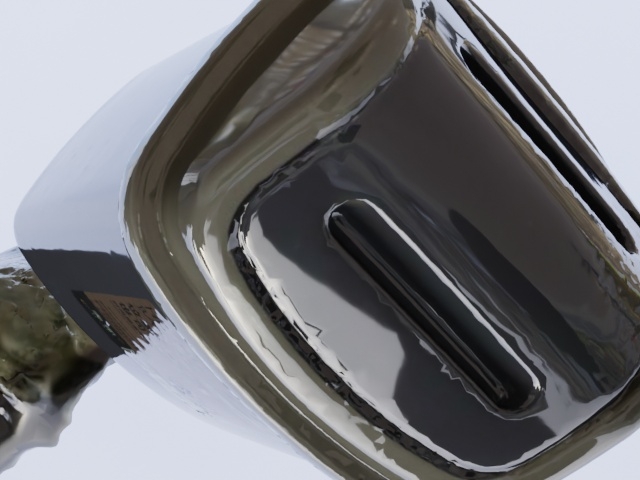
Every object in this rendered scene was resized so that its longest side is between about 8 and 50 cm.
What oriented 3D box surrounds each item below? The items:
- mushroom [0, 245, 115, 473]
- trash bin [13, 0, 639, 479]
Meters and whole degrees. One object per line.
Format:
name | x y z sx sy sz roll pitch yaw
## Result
mushroom | -0.193 0.059 0.893 0.247 0.130 0.344 -34 -176 16
trash bin | 0.000 0.000 0.564 0.182 0.209 0.290 -53 -158 -20
